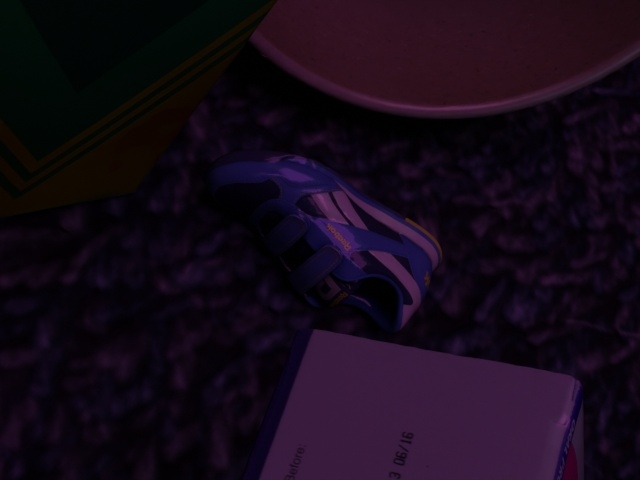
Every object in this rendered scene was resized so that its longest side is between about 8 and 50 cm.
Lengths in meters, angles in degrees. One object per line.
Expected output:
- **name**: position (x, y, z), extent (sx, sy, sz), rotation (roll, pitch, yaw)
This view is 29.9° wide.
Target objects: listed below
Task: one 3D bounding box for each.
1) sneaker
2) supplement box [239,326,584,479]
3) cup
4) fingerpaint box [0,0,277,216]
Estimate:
- **sneaker**: position (0.000, 0.000, 0.651), extent (0.144, 0.053, 0.059), rotation (27, 59, -14)
- **supplement box**: position (0.045, 0.147, 0.494), extent (0.114, 0.220, 0.111), rotation (9, 56, 18)
- **cup**: position (0.070, -0.273, 0.688), extent (0.331, 0.331, 0.237), rotation (14, 36, -23)
- **fingerpaint box**: position (-0.153, -0.279, 0.501), extent (0.163, 0.371, 0.444), rotation (-13, 73, -33)
